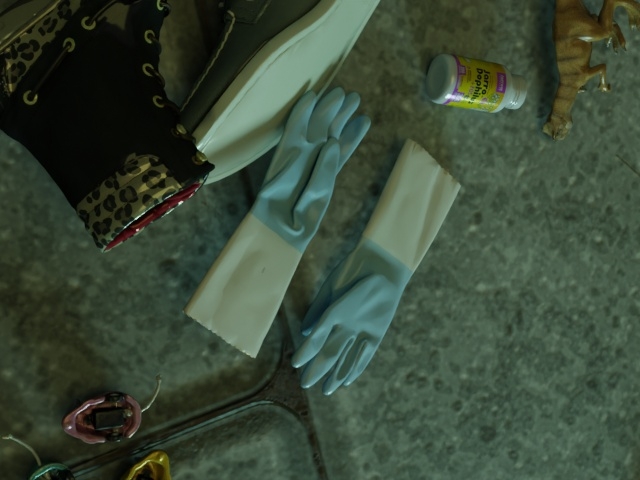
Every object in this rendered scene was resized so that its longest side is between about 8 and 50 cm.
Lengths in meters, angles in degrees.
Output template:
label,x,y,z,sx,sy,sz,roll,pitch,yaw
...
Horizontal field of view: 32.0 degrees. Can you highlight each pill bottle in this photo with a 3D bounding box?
label,x,y,z,sx,sy,sz,roll,pitch,yaw
pill bottle,0.137,-0.135,0.970,0.083,0.043,0.043,5,96,-25

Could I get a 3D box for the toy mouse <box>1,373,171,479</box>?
label,x,y,z,sx,sy,sz,roll,pitch,yaw
toy mouse,-0.186,0.171,0.882,0.143,0.031,0.161,20,90,-26

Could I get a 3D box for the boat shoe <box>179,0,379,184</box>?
label,x,y,z,sx,sy,sz,roll,pitch,yaw
boat shoe,-0.026,-0.187,0.879,0.099,0.116,0.319,37,89,19

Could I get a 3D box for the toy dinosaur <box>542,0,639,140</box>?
label,x,y,z,sx,sy,sz,roll,pitch,yaw
toy dinosaur,0.227,-0.194,0.990,0.112,0.064,0.212,-14,104,-20

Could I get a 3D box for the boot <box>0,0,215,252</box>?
label,x,y,z,sx,sy,sz,roll,pitch,yaw
boot,-0.121,-0.122,0.801,0.236,0.085,0.179,-37,86,-8

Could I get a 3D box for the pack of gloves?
label,x,y,z,sx,sy,sz,roll,pitch,yaw
pack of gloves,0.000,0.000,0.928,0.195,0.046,0.232,38,75,-37
